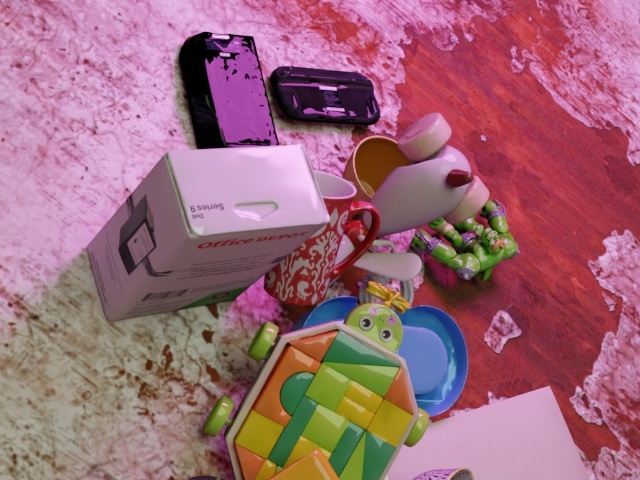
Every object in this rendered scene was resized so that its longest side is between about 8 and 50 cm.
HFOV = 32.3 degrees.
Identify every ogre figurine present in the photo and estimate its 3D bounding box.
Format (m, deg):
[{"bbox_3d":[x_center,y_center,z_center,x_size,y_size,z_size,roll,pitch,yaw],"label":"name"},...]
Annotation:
[{"bbox_3d":[0.257,0.001,1.864,0.197,0.097,0.118,-8,52,-51],"label":"ogre figurine"}]

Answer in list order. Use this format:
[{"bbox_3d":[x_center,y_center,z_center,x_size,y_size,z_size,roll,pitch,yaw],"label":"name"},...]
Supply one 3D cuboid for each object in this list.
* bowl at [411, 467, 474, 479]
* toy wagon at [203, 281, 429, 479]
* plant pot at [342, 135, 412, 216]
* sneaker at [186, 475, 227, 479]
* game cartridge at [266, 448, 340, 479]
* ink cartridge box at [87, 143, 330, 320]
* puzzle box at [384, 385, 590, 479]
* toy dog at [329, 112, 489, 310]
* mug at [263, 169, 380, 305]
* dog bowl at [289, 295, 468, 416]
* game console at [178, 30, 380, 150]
[{"bbox_3d":[0.139,0.379,1.507,0.170,0.080,0.170,-32,129,-50],"label":"bowl"},{"bbox_3d":[0.017,0.214,1.508,0.267,0.068,0.344,31,85,-8],"label":"toy wagon"},{"bbox_3d":[0.086,-0.089,1.793,0.134,0.095,0.134,14,59,-26],"label":"plant pot"},{"bbox_3d":[-0.114,0.373,1.445,0.170,0.071,0.068,32,34,4],"label":"sneaker"},{"bbox_3d":[-0.034,0.466,1.346,0.285,0.053,0.324,-32,76,-9],"label":"game cartridge"},{"bbox_3d":[-0.154,-0.009,1.470,0.211,0.289,0.121,-7,70,-36],"label":"ink cartridge box"},{"bbox_3d":[0.248,0.393,1.672,0.409,0.052,0.272,-9,72,-36],"label":"puzzle box"},{"bbox_3d":[0.117,-0.033,1.642,0.220,0.161,0.334,31,92,-13],"label":"toy dog"},{"bbox_3d":[-0.005,0.002,1.551,0.150,0.169,0.113,17,21,11],"label":"mug"},{"bbox_3d":[0.079,0.174,1.641,0.297,0.074,0.166,8,80,-30],"label":"dog bowl"},{"bbox_3d":[-0.053,-0.229,1.813,0.361,0.044,0.213,-1,68,-33],"label":"game console"}]
